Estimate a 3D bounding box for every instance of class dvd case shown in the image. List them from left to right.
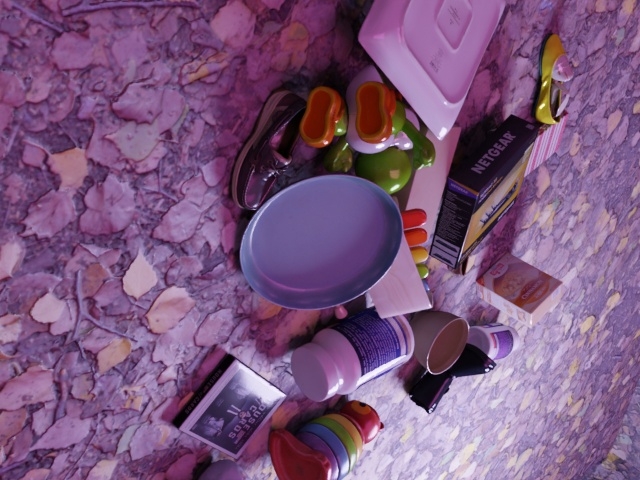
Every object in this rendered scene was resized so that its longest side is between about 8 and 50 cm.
[{"bbox_3d":[-0.184,0.352,1.688,0.179,0.029,0.238,-51,142,-7],"label":"dvd case"}]

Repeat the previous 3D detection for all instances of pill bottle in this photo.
[{"bbox_3d":[0.071,0.251,1.798,0.265,0.153,0.153,-20,130,-39],"label":"pill bottle"},{"bbox_3d":[0.498,0.295,2.346,0.193,0.108,0.108,0,116,-48],"label":"pill bottle"}]

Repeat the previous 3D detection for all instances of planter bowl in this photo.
[{"bbox_3d":[0.289,0.246,2.075,0.162,0.109,0.162,-26,131,-33],"label":"planter bowl"}]

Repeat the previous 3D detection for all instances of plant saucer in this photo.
[{"bbox_3d":[0.000,0.000,1.535,0.318,0.043,0.317,-8,127,-11],"label":"plant saucer"}]

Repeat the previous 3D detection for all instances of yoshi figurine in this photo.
[{"bbox_3d":[0.100,-0.171,1.478,0.203,0.203,0.362,-43,164,15],"label":"yoshi figurine"}]

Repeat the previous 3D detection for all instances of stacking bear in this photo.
[{"bbox_3d":[0.035,0.480,1.931,0.289,0.175,0.164,-27,132,-44],"label":"stacking bear"}]

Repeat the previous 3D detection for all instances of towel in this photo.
[{"bbox_3d":[0.564,-0.244,2.089,0.197,0.029,0.144,-36,148,-26],"label":"towel"}]

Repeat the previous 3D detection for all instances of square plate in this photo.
[{"bbox_3d":[0.233,-0.416,1.506,0.347,0.049,0.344,38,71,-48],"label":"square plate"}]

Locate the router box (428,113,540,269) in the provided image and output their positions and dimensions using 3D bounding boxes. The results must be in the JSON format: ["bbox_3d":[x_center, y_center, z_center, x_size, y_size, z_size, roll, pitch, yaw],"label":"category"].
[{"bbox_3d":[0.379,-0.114,1.864,0.309,0.081,0.243,-43,152,-36],"label":"router box"}]

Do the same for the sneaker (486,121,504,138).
[{"bbox_3d":[0.428,-0.254,1.935,0.083,0.031,0.035,-29,135,-32],"label":"sneaker"}]

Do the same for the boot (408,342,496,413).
[{"bbox_3d":[0.346,0.376,2.158,0.094,0.246,0.207,41,78,-12],"label":"boot"}]

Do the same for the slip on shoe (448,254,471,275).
[{"bbox_3d":[0.368,0.028,2.063,0.051,0.041,0.135,-2,117,-48],"label":"slip on shoe"}]

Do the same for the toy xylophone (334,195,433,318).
[{"bbox_3d":[0.119,0.056,1.700,0.236,0.081,0.322,-8,132,8],"label":"toy xylophone"}]

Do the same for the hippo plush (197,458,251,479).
[{"bbox_3d":[-0.192,0.602,1.689,0.236,0.234,0.294,-47,124,-31],"label":"hippo plush"}]

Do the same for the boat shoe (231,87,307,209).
[{"bbox_3d":[-0.084,-0.151,1.398,0.080,0.073,0.223,14,103,-49],"label":"boat shoe"}]

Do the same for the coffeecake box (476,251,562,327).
[{"bbox_3d":[0.546,0.134,2.219,0.142,0.185,0.068,-40,140,-23],"label":"coffeecake box"}]

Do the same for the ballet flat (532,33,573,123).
[{"bbox_3d":[0.575,-0.387,1.966,0.077,0.077,0.231,-28,134,-32],"label":"ballet flat"}]

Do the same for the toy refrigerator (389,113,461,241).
[{"bbox_3d":[0.199,-0.130,1.721,0.102,0.094,0.269,-8,121,-37],"label":"toy refrigerator"}]
